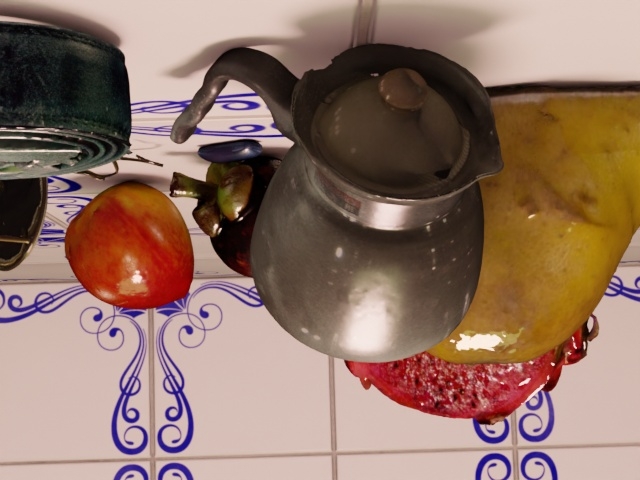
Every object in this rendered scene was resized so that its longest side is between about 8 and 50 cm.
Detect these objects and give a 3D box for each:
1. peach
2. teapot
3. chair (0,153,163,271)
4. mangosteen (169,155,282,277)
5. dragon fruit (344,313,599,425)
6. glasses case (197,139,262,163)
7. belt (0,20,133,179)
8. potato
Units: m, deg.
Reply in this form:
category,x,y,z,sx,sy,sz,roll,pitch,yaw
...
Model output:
category,x,y,z,sx,sy,sz,roll,pitch,yaw
peach,-0.270,0.017,1.709,0.197,0.197,0.197,-2,173,0
teapot,0.033,-0.074,1.080,0.223,0.305,0.285,-27,152,-26
chair,-0.361,-0.048,1.393,0.326,0.170,0.160,12,164,-38
mangosteen,-0.086,-0.034,1.528,0.172,0.172,0.184,-5,162,28
dragon fruit,0.208,0.057,1.634,0.386,0.371,0.249,-43,165,34
glasses case,-0.114,-0.108,1.462,0.083,0.023,0.033,-6,174,28
belt,-0.290,-0.115,0.981,0.268,0.116,0.206,-1,171,-28
potato,0.264,-0.007,1.321,0.397,0.296,0.290,1,174,-12
